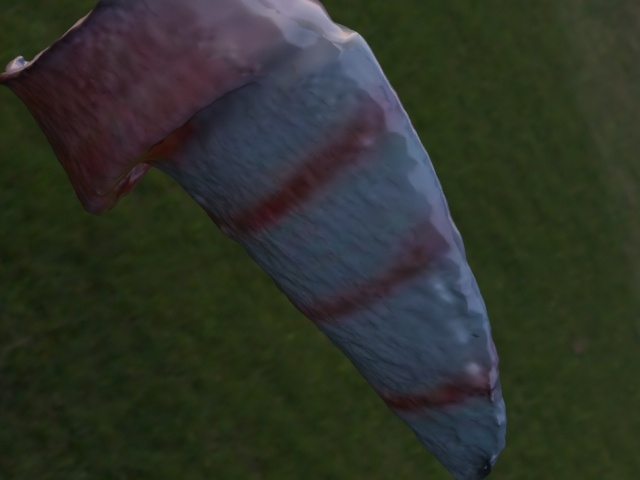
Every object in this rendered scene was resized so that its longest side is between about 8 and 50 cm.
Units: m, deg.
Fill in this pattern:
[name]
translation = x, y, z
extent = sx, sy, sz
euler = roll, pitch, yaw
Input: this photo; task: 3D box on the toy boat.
[toy boat]
translation = 0.000, 0.000, 0.822
extent = 0.282, 0.206, 0.096
euler = 51, 53, -12
